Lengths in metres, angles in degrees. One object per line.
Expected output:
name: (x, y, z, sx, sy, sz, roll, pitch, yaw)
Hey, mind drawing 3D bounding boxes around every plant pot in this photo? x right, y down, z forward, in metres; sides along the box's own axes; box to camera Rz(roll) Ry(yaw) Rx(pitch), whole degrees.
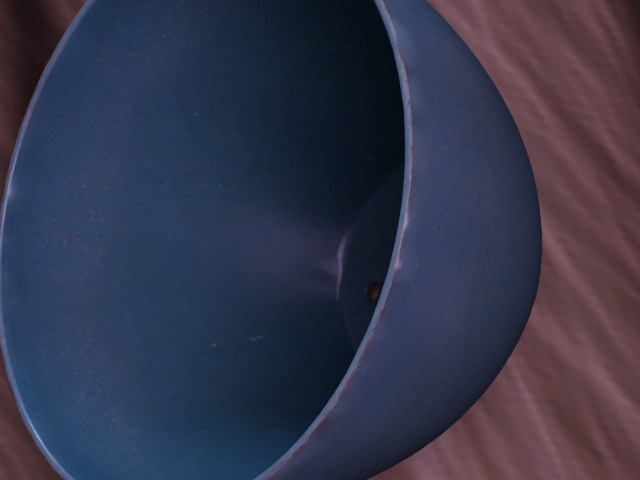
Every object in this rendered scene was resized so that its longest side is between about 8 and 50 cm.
plant pot: (0.000, 0.000, 0.800, 0.195, 0.290, 0.290, 14, 79, -44)
